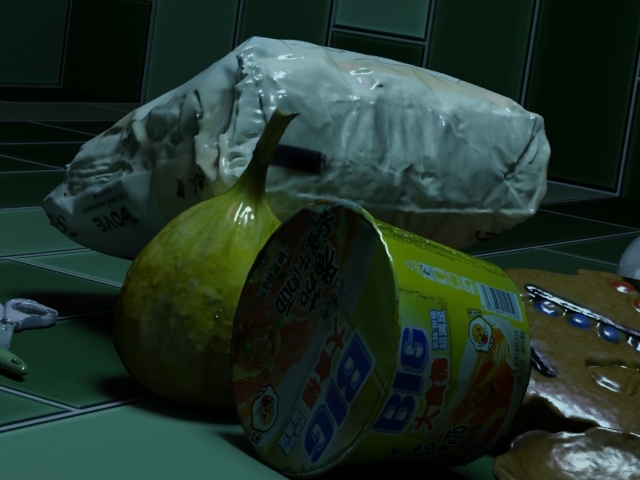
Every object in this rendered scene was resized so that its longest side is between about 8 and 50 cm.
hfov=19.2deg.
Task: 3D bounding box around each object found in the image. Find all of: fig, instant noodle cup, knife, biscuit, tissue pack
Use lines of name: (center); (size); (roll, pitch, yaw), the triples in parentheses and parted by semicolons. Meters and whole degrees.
fig: (-0.067, 0.013, 1.495); (0.159, 0.257, 0.159); (19, 18, -6)
instant noodle cup: (0.050, 0.077, 1.382); (0.153, 0.205, 0.205); (9, 6, -35)
knife: (-0.293, 0.086, 1.582); (0.030, 0.014, 0.207); (3, 8, -34)
biscuit: (0.225, 0.084, 1.578); (0.278, 0.043, 0.301); (32, 35, 30)
tissue pack: (-0.021, -0.056, 1.760); (0.390, 0.195, 0.375); (4, -13, -27)

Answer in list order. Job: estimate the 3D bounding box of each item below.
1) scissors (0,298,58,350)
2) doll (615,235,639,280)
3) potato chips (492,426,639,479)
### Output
scissors: (-0.279, 0.075, 1.661); (0.100, 0.015, 0.189); (9, 9, -11)
doll: (0.382, 0.069, 1.918); (0.151, 0.151, 0.287); (8, 12, -2)
potato chips: (0.215, 0.177, 1.318); (0.202, 0.049, 0.150); (15, 15, 32)
